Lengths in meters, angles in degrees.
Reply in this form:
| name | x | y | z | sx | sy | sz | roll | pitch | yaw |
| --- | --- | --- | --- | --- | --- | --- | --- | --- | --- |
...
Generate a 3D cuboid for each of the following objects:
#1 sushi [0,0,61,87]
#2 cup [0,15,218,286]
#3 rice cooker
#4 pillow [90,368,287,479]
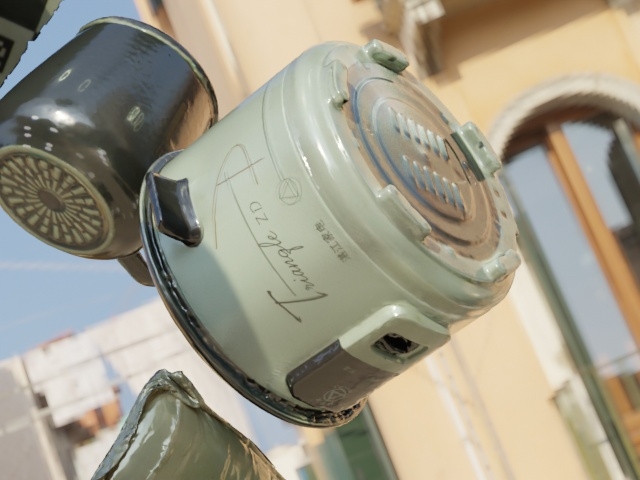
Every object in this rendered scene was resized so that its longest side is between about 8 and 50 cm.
| name | x | y | z | sx | sy | sz | roll | pitch | yaw |
| --- | --- | --- | --- | --- | --- | --- | --- | --- | --- |
| sushi | -0.360 | -0.221 | 1.299 | 0.320 | 0.069 | 0.339 | 43 | -104 | -37 |
| cup | -0.172 | -0.069 | 1.334 | 0.169 | 0.223 | 0.176 | -5 | 41 | 35 |
| rice cooker | 0.000 | 0.000 | 1.130 | 0.227 | 0.241 | 0.280 | -36 | -37 | 28 |
| pillow | -0.080 | 0.185 | 1.093 | 0.053 | 0.119 | 0.208 | 4 | -35 | 46 |
